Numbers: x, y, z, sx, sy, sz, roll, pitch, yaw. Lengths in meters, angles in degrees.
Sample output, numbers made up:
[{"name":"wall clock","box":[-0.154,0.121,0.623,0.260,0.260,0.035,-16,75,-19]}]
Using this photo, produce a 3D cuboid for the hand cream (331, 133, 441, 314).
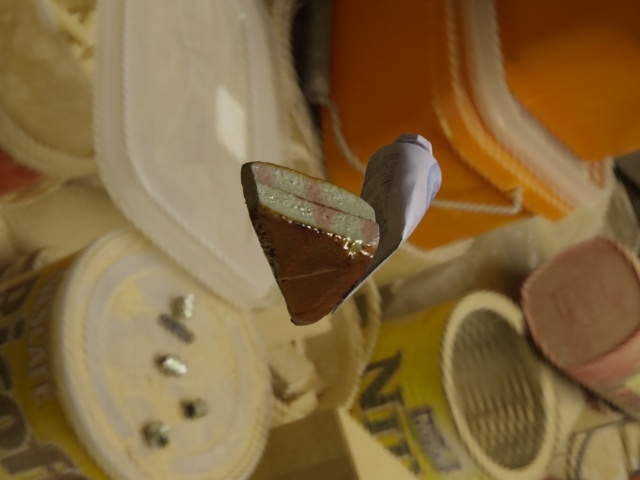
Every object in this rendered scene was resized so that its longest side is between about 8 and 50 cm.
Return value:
[{"name":"hand cream","box":[0.048,-0.019,0.948,0.053,0.084,0.142,30,45,-12]}]

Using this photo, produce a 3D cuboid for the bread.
[{"name":"bread","box":[0.000,0.000,0.721,0.109,0.062,0.043,73,6,-49]}]
